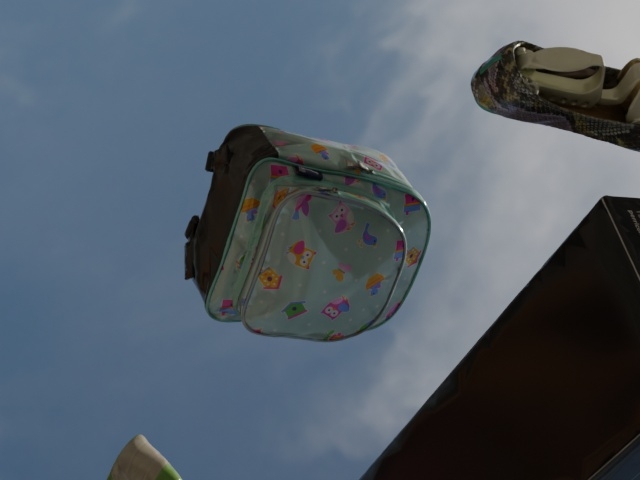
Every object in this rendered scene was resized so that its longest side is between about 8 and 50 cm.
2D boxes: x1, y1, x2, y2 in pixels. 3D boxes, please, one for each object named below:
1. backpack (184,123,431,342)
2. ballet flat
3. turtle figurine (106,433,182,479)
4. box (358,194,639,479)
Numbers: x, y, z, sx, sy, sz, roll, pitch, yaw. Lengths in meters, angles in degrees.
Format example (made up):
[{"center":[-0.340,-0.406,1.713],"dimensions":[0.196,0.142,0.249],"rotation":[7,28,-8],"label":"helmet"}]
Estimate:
[{"center":[0.000,0.000,1.054],"dimensions":[0.144,0.188,0.166],"rotation":[45,-57,51],"label":"backpack"},{"center":[0.125,-0.065,0.556],"dimensions":[0.114,0.041,0.041],"rotation":[10,-142,-15],"label":"ballet flat"},{"center":[-0.104,0.319,1.126],"dimensions":[0.266,0.275,0.198],"rotation":[32,-116,9],"label":"turtle figurine"},{"center":[0.156,0.099,0.611],"dimensions":[0.261,0.184,0.103],"rotation":[123,-37,-45],"label":"box"}]
